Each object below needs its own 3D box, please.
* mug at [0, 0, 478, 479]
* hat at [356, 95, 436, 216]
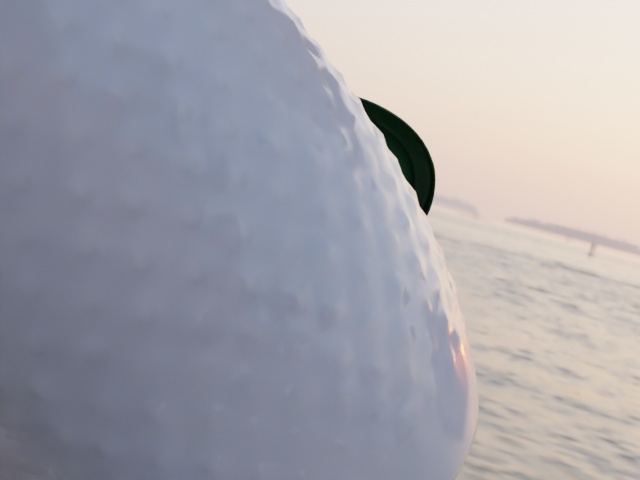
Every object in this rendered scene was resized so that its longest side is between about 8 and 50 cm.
[{"bbox_3d":[-0.094,0.035,0.471,0.328,0.276,0.374,50,24,-9],"label":"mug"},{"bbox_3d":[0.000,0.000,0.784,0.172,0.209,0.184,11,47,2],"label":"hat"}]
